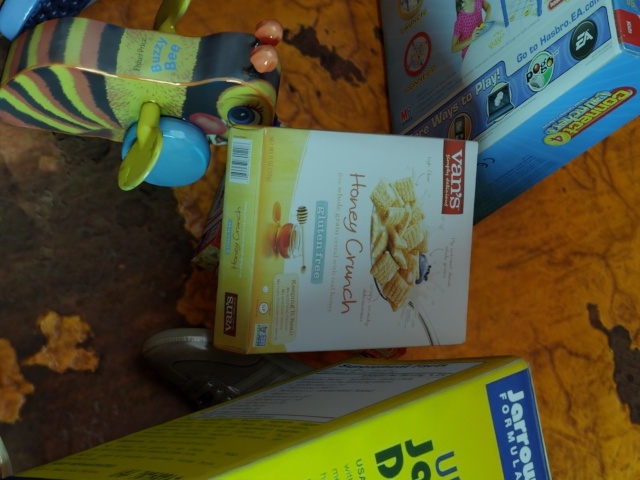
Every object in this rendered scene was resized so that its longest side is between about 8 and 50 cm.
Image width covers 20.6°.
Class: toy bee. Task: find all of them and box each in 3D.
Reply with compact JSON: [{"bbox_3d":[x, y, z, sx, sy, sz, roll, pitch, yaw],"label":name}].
[{"bbox_3d":[-0.096,-0.129,1.386,0.298,0.162,0.195,-3,59,-23],"label":"toy bee"}]

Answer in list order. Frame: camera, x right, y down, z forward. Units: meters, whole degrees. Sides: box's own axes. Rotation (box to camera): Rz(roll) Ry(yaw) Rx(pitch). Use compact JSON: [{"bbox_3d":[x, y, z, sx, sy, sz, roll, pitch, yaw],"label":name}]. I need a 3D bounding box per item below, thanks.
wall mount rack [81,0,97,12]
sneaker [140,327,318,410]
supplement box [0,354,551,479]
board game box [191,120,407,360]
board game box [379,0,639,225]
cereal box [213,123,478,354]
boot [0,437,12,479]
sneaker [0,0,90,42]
[{"bbox_3d":[-0.146,-0.356,1.542,0.304,0.130,0.350,-31,85,-44],"label":"wall mount rack"},{"bbox_3d":[-0.054,0.124,1.378,0.188,0.066,0.071,19,57,-25],"label":"sneaker"},{"bbox_3d":[-0.023,0.216,1.232,0.357,0.194,0.195,-16,97,-39],"label":"supplement box"},{"bbox_3d":[0.000,0.000,1.496,0.193,0.045,0.146,30,52,-18],"label":"board game box"},{"bbox_3d":[0.176,-0.213,1.561,0.086,0.308,0.302,13,60,-31],"label":"board game box"},{"bbox_3d":[0.026,-0.001,1.389,0.240,0.047,0.173,0,96,-42],"label":"cereal box"},{"bbox_3d":[-0.319,0.136,1.186,0.197,0.073,0.152,40,47,6],"label":"boot"},{"bbox_3d":[-0.207,-0.268,1.440,0.090,0.081,0.232,32,84,16],"label":"sneaker"}]
